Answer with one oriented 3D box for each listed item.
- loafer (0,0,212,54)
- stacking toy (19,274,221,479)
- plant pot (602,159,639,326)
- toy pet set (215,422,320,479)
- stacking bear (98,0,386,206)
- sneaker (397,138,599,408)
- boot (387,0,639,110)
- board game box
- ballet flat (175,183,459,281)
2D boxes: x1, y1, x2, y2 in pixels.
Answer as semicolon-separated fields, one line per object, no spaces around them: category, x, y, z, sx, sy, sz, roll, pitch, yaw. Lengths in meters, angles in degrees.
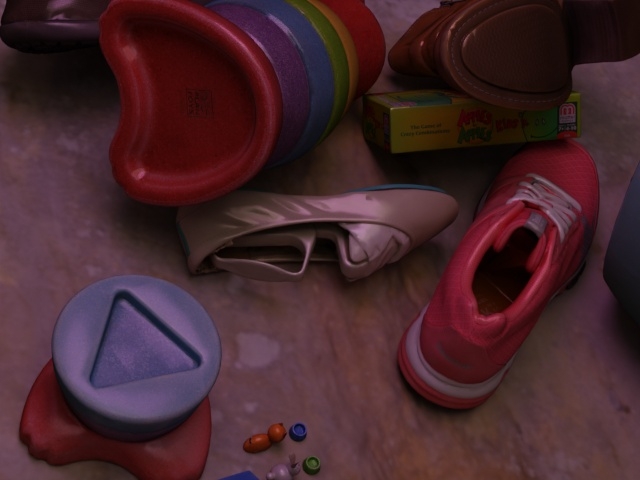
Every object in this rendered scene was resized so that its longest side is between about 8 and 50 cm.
loafer;-0.145;-0.264;1.424;0.366;0.134;0.130;-27;108;-38
stacking toy;-0.225;0.135;1.164;0.309;0.130;0.279;8;56;-11
plant pot;0.386;-0.004;1.353;0.235;0.293;0.293;23;53;17
toy pet set;-0.035;0.196;1.220;0.114;0.065;0.122;-13;63;-23
stacking bear;-0.041;-0.150;1.362;0.164;0.175;0.289;7;21;27
sneaker;0.183;0.006;1.363;0.116;0.136;0.314;30;55;3
boot;0.139;-0.182;1.410;0.283;0.220;0.109;-27;111;-42
board game box;0.138;-0.115;1.443;0.181;0.092;0.043;-6;104;-13
ballet flat;0.000;0.000;1.348;0.249;0.086;0.086;-1;58;-6
